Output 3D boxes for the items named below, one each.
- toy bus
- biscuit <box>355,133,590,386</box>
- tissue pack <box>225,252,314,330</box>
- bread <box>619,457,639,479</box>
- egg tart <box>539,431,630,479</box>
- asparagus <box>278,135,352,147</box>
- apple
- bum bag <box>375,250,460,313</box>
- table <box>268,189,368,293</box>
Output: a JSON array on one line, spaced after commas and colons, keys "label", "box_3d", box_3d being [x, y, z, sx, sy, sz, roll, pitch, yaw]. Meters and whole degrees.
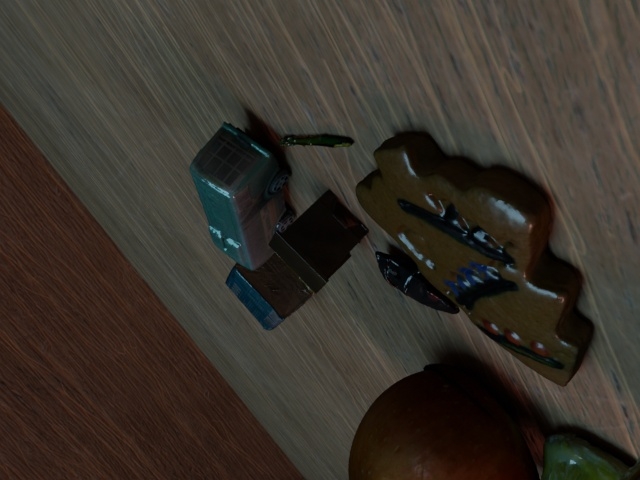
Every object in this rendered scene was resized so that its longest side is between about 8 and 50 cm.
[{"label": "toy bus", "box_3d": [-0.096, -0.052, 1.151, 0.091, 0.109, 0.261, 35, 162, 17]}, {"label": "biscuit", "box_3d": [0.151, 0.029, 0.824, 0.301, 0.043, 0.278, 51, 163, -14]}, {"label": "tissue pack", "box_3d": [-0.083, 0.072, 1.440, 0.120, 0.082, 0.169, 47, 164, 2]}, {"label": "bread", "box_3d": [0.383, 0.307, 0.705, 0.338, 0.155, 0.187, 47, 156, 8]}, {"label": "egg tart", "box_3d": [0.312, 0.295, 0.993, 0.197, 0.078, 0.197, 41, 160, 18]}, {"label": "asparagus", "box_3d": [-0.010, -0.105, 0.964, 0.166, 0.013, 0.016, 14, 133, 61]}, {"label": "apple", "box_3d": [0.151, 0.289, 1.118, 0.251, 0.206, 0.272, 53, 172, -3]}, {"label": "bum bag", "box_3d": [0.103, 0.046, 1.000, 0.124, 0.034, 0.058, 28, 169, 49]}, {"label": "table", "box_3d": [0.000, 0.000, 1.062, 0.083, 0.082, 0.070, 46, 164, 3]}]
